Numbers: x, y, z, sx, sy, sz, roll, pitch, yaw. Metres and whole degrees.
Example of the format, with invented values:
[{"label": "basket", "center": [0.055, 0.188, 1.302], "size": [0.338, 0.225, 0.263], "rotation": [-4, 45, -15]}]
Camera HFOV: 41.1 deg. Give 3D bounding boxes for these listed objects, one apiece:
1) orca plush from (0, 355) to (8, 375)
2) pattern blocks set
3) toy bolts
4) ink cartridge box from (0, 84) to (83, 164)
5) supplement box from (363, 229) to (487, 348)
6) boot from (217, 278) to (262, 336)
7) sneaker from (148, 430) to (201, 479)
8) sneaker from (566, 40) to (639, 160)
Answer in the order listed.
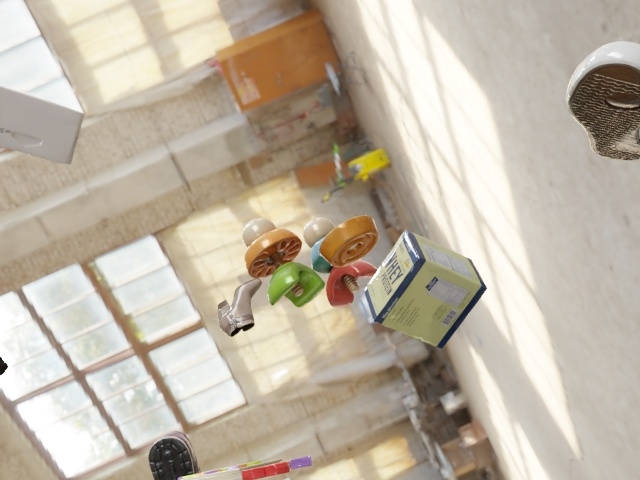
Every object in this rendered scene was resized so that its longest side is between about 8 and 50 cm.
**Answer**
[{"label": "orca plush", "center": [-0.340, 0.141, 0.729], "size": [0.102, 0.287, 0.151], "rotation": [42, -135, -31]}, {"label": "pattern blocks set", "center": [-0.172, 0.413, 1.494], "size": [0.285, 0.325, 0.026], "rotation": [32, -135, -72]}, {"label": "toy bolts", "center": [0.000, 0.000, 1.429], "size": [0.228, 0.218, 0.158], "rotation": [15, -144, -57]}, {"label": "ink cartridge box", "center": [-0.470, -0.187, 1.291], "size": [0.148, 0.086, 0.203], "rotation": [14, -176, -41]}, {"label": "supplement box", "center": [0.103, 0.049, 0.847], "size": [0.083, 0.083, 0.056], "rotation": [24, -157, -21]}, {"label": "boot", "center": [-0.151, 0.137, 1.693], "size": [0.087, 0.118, 0.042], "rotation": [55, -178, 40]}, {"label": "sneaker", "center": [-0.268, 0.528, 1.734], "size": [0.124, 0.107, 0.283], "rotation": [32, -131, -86]}, {"label": "sneaker", "center": [0.363, -0.197, 1.038], "size": [0.290, 0.106, 0.123], "rotation": [34, -113, -69]}]
